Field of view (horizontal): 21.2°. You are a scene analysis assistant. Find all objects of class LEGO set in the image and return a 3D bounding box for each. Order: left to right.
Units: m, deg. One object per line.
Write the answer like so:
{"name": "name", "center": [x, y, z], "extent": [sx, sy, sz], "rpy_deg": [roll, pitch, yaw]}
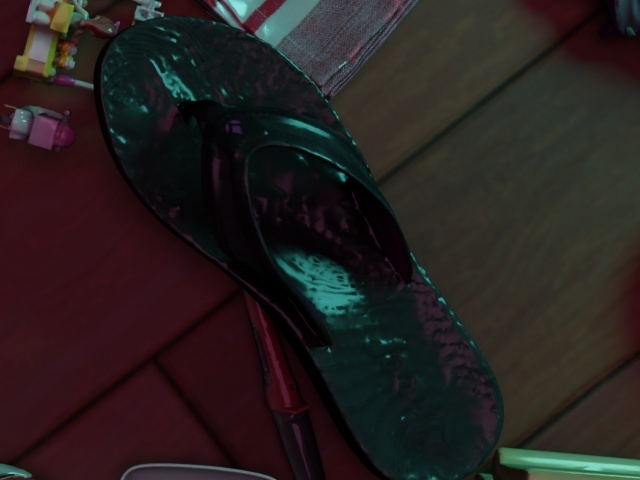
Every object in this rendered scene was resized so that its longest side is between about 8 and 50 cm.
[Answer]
{"name": "LEGO set", "center": [-0.167, -0.208, 1.346], "extent": [0.107, 0.132, 0.287], "rpy_deg": [15, 106, -11]}

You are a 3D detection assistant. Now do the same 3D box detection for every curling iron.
{"name": "curling iron", "center": [-0.015, 0.125, 1.384], "extent": [0.068, 0.035, 0.274], "rpy_deg": [-10, 86, -8]}

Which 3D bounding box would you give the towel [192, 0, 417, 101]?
{"name": "towel", "center": [-0.048, -0.301, 1.416], "extent": [0.329, 0.037, 0.237], "rpy_deg": [39, 81, -2]}

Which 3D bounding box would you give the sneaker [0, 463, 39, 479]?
{"name": "sneaker", "center": [-0.259, 0.312, 1.310], "extent": [0.118, 0.107, 0.279], "rpy_deg": [11, 86, -15]}

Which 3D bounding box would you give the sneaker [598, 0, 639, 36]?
{"name": "sneaker", "center": [0.294, -0.189, 1.437], "extent": [0.224, 0.083, 0.098], "rpy_deg": [38, 103, 2]}

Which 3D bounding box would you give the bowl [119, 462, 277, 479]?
{"name": "bowl", "center": [-0.099, 0.249, 1.356], "extent": [0.142, 0.053, 0.142], "rpy_deg": [6, 84, -6]}

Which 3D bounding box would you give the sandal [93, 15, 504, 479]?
{"name": "sandal", "center": [0.003, 0.000, 1.327], "extent": [0.167, 0.107, 0.446], "rpy_deg": [-42, 99, -18]}

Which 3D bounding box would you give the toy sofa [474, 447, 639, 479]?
{"name": "toy sofa", "center": [0.197, 0.347, 1.320], "extent": [0.150, 0.177, 0.362], "rpy_deg": [5, 84, -6]}
